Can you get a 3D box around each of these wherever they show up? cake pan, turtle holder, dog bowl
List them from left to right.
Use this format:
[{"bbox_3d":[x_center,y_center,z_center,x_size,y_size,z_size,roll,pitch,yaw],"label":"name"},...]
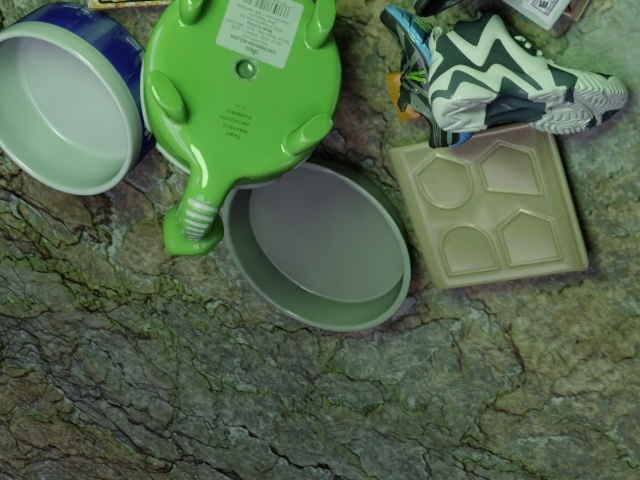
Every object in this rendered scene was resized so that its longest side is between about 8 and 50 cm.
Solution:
[{"bbox_3d":[-0.358,-0.202,1.611,0.264,0.104,0.265,16,131,19],"label":"dog bowl"},{"bbox_3d":[-0.097,-0.154,1.377,0.227,0.243,0.321,142,116,-73],"label":"turtle holder"},{"bbox_3d":[0.000,0.000,1.598,0.293,0.054,0.293,16,131,19],"label":"cake pan"}]

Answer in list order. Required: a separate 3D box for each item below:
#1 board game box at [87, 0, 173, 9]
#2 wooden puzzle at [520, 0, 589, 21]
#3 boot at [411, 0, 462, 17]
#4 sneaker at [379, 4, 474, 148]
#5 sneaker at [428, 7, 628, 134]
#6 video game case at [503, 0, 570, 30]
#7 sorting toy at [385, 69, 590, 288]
[{"bbox_3d":[-0.235,-0.376,1.445,0.193,0.045,0.147,4,126,28],"label":"board game box"},{"bbox_3d":[0.268,-0.285,1.247,0.078,0.014,0.116,25,134,11],"label":"wooden puzzle"},{"bbox_3d":[0.064,-0.328,1.203,0.338,0.118,0.223,-37,76,45],"label":"boot"},{"bbox_3d":[0.116,-0.194,1.341,0.078,0.067,0.188,-26,93,25],"label":"sneaker"},{"bbox_3d":[0.229,-0.205,1.285,0.234,0.153,0.094,-6,152,-8],"label":"sneaker"},{"bbox_3d":[0.225,-0.354,1.198,0.183,0.023,0.201,35,128,2],"label":"video game case"},{"bbox_3d":[0.202,-0.087,1.430,0.229,0.041,0.307,-8,114,31],"label":"sorting toy"}]
